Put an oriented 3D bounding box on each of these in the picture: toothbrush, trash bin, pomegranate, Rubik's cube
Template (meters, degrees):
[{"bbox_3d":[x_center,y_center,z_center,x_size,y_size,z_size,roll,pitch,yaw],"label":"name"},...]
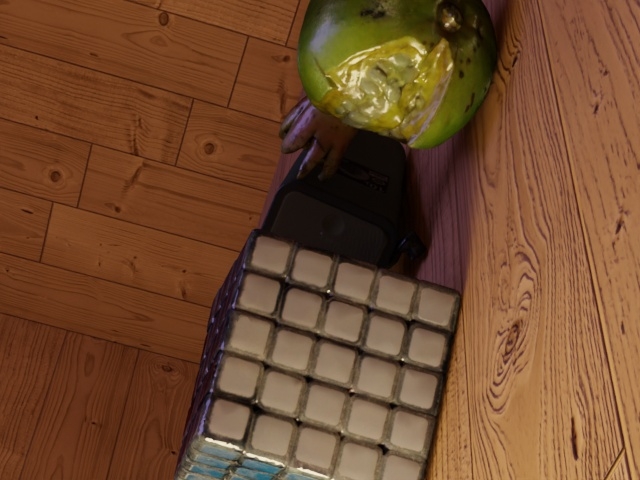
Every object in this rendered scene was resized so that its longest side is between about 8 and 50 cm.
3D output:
[{"bbox_3d":[0.090,0.027,1.740,0.030,0.030,0.297,-44,-1,-12],"label":"toothbrush"},{"bbox_3d":[0.006,-0.019,1.794,0.343,0.158,0.223,-73,6,-66],"label":"trash bin"},{"bbox_3d":[0.062,-0.190,1.540,0.302,0.236,0.236,-42,28,43],"label":"pomegranate"},{"bbox_3d":[-0.008,0.157,1.422,0.237,0.236,0.238,126,159,-67],"label":"Rubik's cube"}]
